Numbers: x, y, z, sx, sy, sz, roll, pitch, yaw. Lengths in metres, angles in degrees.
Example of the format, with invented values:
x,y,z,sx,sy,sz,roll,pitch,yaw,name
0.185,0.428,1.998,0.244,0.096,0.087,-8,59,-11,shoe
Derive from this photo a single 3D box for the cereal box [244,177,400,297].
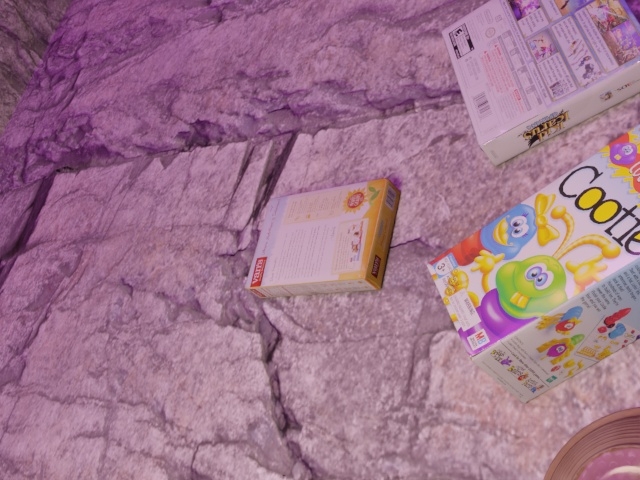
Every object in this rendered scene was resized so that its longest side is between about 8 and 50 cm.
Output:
x,y,z,sx,sy,sz,roll,pitch,yaw,name
0.000,0.000,1.105,0.240,0.047,0.173,-7,58,39,cereal box

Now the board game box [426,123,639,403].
x,y,z,sx,sy,sz,roll,pitch,yaw,name
0.283,0.031,0.766,0.275,0.144,0.142,-35,44,17,board game box

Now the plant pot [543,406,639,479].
x,y,z,sx,sy,sz,roll,pitch,yaw,name
0.295,0.255,0.626,0.237,0.109,0.238,-21,51,28,plant pot

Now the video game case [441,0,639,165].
x,y,z,sx,sy,sz,roll,pitch,yaw,name
0.316,-0.268,1.006,0.244,0.061,0.270,-28,47,25,video game case
